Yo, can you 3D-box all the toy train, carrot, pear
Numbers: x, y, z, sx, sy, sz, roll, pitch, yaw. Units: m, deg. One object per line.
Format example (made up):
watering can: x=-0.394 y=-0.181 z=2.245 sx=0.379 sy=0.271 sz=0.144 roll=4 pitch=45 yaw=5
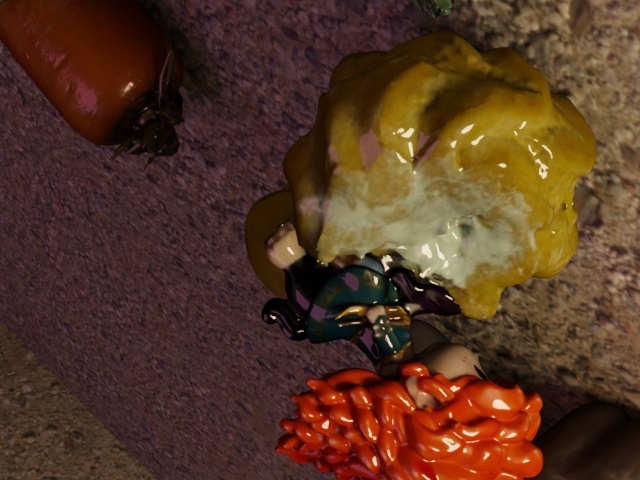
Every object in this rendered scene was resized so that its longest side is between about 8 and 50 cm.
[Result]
toy train: x=0.106 y=-0.268 z=1.302 sx=0.083 sy=0.033 sz=0.053 roll=60 pitch=158 yaw=-16
carrot: x=-0.302 y=-0.251 z=1.819 sx=0.331 sy=0.214 sz=0.193 roll=54 pitch=-177 yaw=7
pear: x=0.000 y=0.000 z=1.642 sx=0.200 sy=0.200 sz=0.200 roll=39 pitch=151 yaw=26

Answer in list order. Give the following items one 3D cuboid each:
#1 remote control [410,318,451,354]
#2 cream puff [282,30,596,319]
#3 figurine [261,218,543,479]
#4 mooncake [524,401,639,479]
remote control: x=0.178 y=0.259 z=1.670 sx=0.332 sy=0.103 sz=0.221 roll=65 pitch=-168 yaw=-1
cream puff: x=0.121 y=-0.099 z=1.270 sx=0.323 sy=0.269 sz=0.274 roll=25 pitch=129 yaw=-29
figurine: x=0.092 y=0.124 z=1.466 sx=0.241 sy=0.306 sz=0.411 roll=127 pitch=138 yaw=-73
mooncake: x=0.363 y=0.343 z=1.514 sx=0.306 sy=0.154 sz=0.306 roll=40 pitch=153 yaw=26
